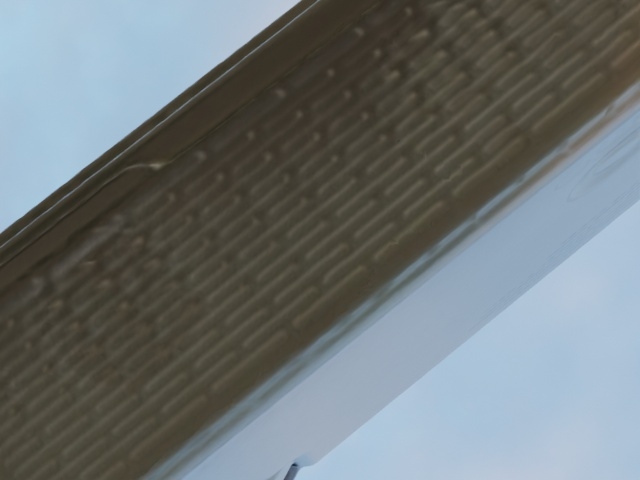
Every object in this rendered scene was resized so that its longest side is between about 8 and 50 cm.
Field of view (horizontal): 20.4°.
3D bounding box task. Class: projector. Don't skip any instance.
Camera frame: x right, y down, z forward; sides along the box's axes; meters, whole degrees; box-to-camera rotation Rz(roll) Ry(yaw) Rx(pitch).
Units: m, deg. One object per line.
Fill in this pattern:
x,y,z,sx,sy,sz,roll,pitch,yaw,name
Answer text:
0.000,0.000,0.589,0.256,0.192,0.099,-39,-103,-3,projector
